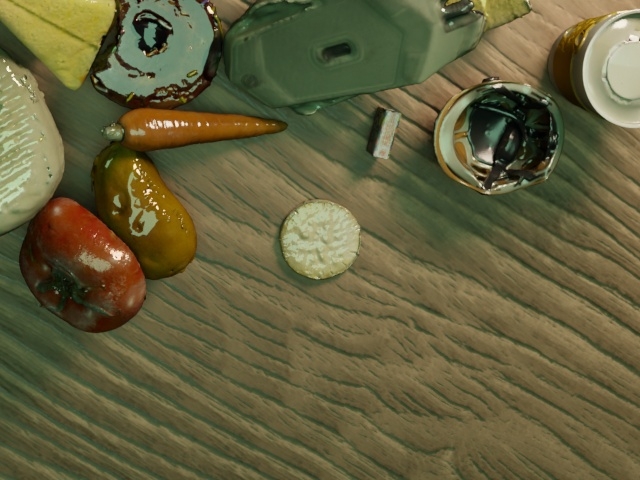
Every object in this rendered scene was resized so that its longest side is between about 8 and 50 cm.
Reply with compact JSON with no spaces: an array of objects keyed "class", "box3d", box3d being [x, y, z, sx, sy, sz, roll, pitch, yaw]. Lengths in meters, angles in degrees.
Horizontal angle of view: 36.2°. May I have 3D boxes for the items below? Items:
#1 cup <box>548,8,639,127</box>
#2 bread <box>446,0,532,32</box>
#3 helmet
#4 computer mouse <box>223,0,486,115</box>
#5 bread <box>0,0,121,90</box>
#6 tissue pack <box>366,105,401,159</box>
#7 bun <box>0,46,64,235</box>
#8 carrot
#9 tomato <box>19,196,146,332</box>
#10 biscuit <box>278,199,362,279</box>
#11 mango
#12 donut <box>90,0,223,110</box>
[{"class":"cup","box3d":[0.505,-0.309,1.627,0.241,0.226,0.185,-45,105,3]},{"class":"bread","box3d":[0.204,-0.430,1.594,0.178,0.135,0.240,-30,103,-2]},{"class":"helmet","box3d":[0.299,-0.181,1.678,0.224,0.130,0.199,0,100,2]},{"class":"computer mouse","box3d":[0.044,-0.341,1.558,0.428,0.146,0.228,-11,133,19]},{"class":"bread","box3d":[-0.457,-0.345,1.434,0.264,0.168,0.163,3,132,-46]},{"class":"tissue pack","box3d":[0.107,-0.185,1.681,0.035,0.063,0.083,13,101,-14]},{"class":"bun","box3d":[-0.581,-0.164,1.508,0.359,0.211,0.360,-4,105,-14]},{"class":"carrot","box3d":[-0.198,-0.185,1.591,0.335,0.069,0.069,-8,107,-34]},{"class":"tomato","box3d":[-0.398,0.051,1.582,0.236,0.095,0.237,19,129,25]},{"class":"biscuit","box3d":[0.000,0.000,1.733,0.152,0.020,0.152,-2,104,-8]},{"class":"mango","box3d":[-0.293,-0.049,1.608,0.155,0.151,0.249,-6,112,28]},{"class":"donut","box3d":[-0.265,-0.325,1.572,0.216,0.096,0.230,-6,105,-8]}]
